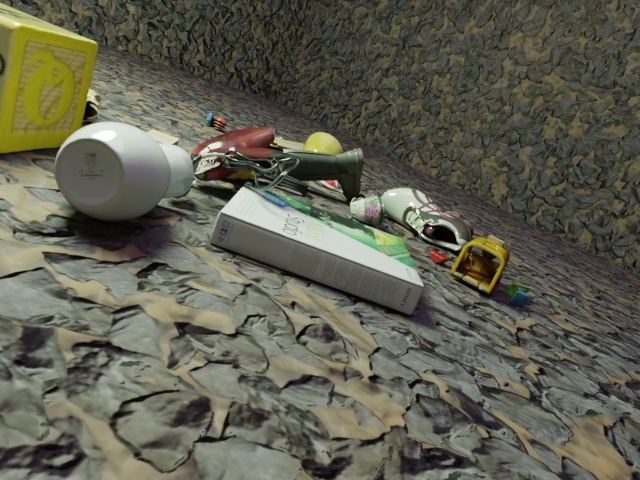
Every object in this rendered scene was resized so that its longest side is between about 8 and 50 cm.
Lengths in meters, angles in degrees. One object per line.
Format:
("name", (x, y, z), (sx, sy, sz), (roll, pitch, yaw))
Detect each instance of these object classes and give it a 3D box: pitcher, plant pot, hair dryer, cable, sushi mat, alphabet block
("pitcher", (-0.288, -0.093, 0.636), (0.177, 0.126, 0.207), (-2, 10, 2))
("plant pot", (-0.007, -0.254, 1.447), (0.134, 0.134, 0.095), (26, 46, 11))
("hair dryer", (-0.138, -0.145, 0.867), (0.223, 0.080, 0.294), (-2, 33, 5))
("cable", (-0.158, -0.153, 1.095), (0.139, 0.072, 0.287), (21, 0, 40))
("sushi mat", (-0.109, -0.334, 1.631), (0.151, 0.019, 0.316), (31, 17, 28))
("alphabet block", (-0.507, -0.265, 0.727), (0.197, 0.193, 0.193), (24, 19, 1))

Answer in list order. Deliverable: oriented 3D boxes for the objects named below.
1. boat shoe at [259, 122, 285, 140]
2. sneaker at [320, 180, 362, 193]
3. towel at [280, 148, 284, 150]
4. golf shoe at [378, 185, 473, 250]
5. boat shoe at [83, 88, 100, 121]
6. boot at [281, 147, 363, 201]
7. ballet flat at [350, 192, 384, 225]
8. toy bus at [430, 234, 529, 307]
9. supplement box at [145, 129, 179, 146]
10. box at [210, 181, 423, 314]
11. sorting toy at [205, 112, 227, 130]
("boat shoe", (-0.191, -0.427, 1.842), (0.142, 0.040, 0.049), (32, 20, 29))
("sneaker", (0.063, -0.174, 1.360), (0.118, 0.067, 0.042), (19, 17, -10))
("towel", (-0.119, -0.332, 1.692), (0.113, 0.023, 0.152), (8, 20, -45))
("golf shoe", (0.272, -0.060, 1.230), (0.272, 0.105, 0.120), (26, 25, 13))
("boat shoe", (-0.508, -0.282, 1.000), (0.059, 0.063, 0.170), (22, 26, -11))
("boot", (0.001, -0.169, 1.228), (0.208, 0.190, 0.076), (-10, 48, -10))
("ballet flat", (0.113, -0.082, 1.163), (0.079, 0.077, 0.221), (4, 13, 2))
("toy bus", (0.362, 0.042, 1.023), (0.190, 0.105, 0.202), (15, 19, -23))
("supplement box", (-0.347, -0.206, 1.001), (0.062, 0.036, 0.098), (20, 17, -10))
("box", (0.000, 0.000, 0.781), (0.321, 0.059, 0.232), (21, 18, -6))
("sorting toy", (-0.356, -0.392, 1.556), (0.061, 0.042, 0.101), (28, -2, -41))
